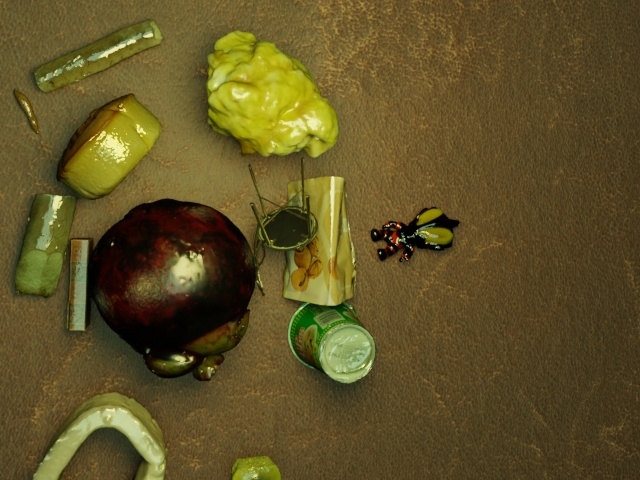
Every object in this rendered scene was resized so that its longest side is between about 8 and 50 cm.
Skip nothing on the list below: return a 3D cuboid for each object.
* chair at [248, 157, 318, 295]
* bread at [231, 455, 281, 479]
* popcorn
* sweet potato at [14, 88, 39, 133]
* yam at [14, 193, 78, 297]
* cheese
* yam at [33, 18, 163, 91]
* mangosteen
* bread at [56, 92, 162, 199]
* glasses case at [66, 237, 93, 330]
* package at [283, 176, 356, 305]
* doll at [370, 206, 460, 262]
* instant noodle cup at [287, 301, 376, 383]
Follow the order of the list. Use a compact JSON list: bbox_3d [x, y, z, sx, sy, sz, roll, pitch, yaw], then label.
[{"bbox_3d":[-0.091,-0.029,1.534,0.170,0.160,0.326,-8,137,-2],"label":"chair"},{"bbox_3d":[-0.171,0.622,1.671,0.129,0.114,0.111,3,94,-14],"label":"bread"},{"bbox_3d":[-0.118,-0.333,1.503,0.292,0.334,0.294,-5,125,-7],"label":"popcorn"},{"bbox_3d":[-0.695,-0.309,1.533,0.026,0.026,0.115,-25,99,-10],"label":"sweet potato"},{"bbox_3d":[-0.652,0.012,1.529,0.106,0.106,0.259,12,90,-14],"label":"yam"},{"bbox_3d":[-0.520,0.551,1.568,0.292,0.153,0.332,28,89,-13],"label":"cheese"},{"bbox_3d":[-0.528,-0.443,1.542,0.317,0.067,0.071,-27,112,-9],"label":"yam"},{"bbox_3d":[-0.329,0.104,1.492,0.381,0.381,0.421,-20,131,-11],"label":"mangosteen"},{"bbox_3d":[-0.488,-0.212,1.468,0.148,0.270,0.270,42,84,-20],"label":"bread"},{"bbox_3d":[-0.584,0.104,1.561,0.049,0.075,0.218,3,94,-10],"label":"glasses case"},{"bbox_3d":[0.026,0.000,1.642,0.165,0.221,0.311,0,90,-31],"label":"package"},{"bbox_3d":[0.265,-0.018,1.744,0.248,0.088,0.127,-11,96,-8],"label":"doll"},{"bbox_3d":[0.040,0.255,1.635,0.207,0.232,0.207,-1,93,-14],"label":"instant noodle cup"}]
